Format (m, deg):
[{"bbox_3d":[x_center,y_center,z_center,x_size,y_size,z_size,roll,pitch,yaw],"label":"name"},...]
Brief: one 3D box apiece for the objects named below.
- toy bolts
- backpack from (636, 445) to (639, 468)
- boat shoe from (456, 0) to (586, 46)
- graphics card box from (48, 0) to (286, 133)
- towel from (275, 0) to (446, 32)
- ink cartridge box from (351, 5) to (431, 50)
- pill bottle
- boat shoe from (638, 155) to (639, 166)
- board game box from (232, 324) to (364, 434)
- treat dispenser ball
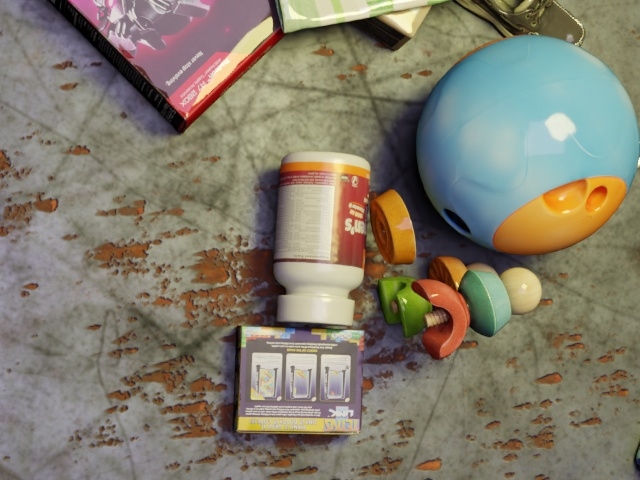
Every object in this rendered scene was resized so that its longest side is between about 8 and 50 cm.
[{"bbox_3d":[0.177,0.036,1.559,0.158,0.228,0.218,-16,111,-13],"label":"toy bolts"},{"bbox_3d":[0.536,0.278,1.666,0.117,0.173,0.158,24,81,-10],"label":"backpack"},{"bbox_3d":[0.283,-0.332,1.714,0.223,0.073,0.080,28,80,-9],"label":"boat shoe"},{"bbox_3d":[-0.230,-0.354,1.590,0.371,0.094,0.233,46,77,-5],"label":"graphics card box"},{"bbox_3d":[0.079,-0.424,1.605,0.324,0.038,0.248,-13,88,-14],"label":"towel"},{"bbox_3d":[0.094,-0.415,1.672,0.193,0.088,0.235,31,80,-10],"label":"ink cartridge box"},{"bbox_3d":[0.000,0.000,1.595,0.121,0.121,0.221,5,84,-12],"label":"pill bottle"},{"bbox_3d":[0.472,-0.127,1.751,0.137,0.049,0.043,-28,84,-10],"label":"boat shoe"},{"bbox_3d":[-0.029,0.185,1.610,0.170,0.048,0.141,4,86,-13],"label":"board game box"},{"bbox_3d":[0.270,-0.123,1.582,0.288,0.288,0.288,1,85,-13],"label":"treat dispenser ball"}]
